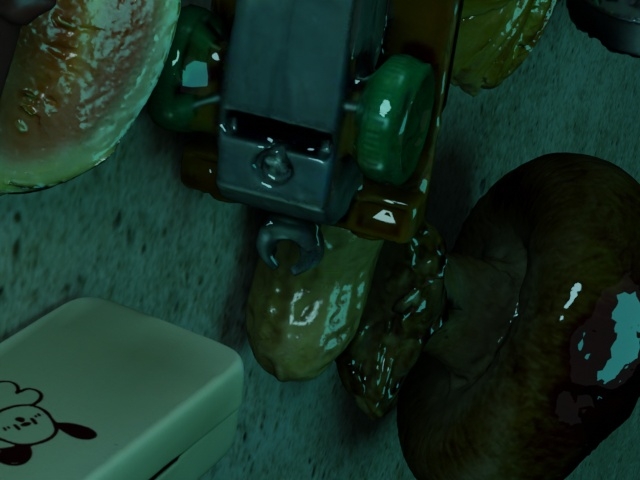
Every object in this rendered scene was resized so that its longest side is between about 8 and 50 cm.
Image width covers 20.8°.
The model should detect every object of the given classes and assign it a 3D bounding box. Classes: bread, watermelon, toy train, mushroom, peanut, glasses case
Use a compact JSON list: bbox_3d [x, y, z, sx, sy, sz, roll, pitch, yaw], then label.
[{"bbox_3d":[0.128,-0.243,1.386,0.198,0.120,0.236,-55,153,-30],"label":"bread"},{"bbox_3d":[-0.137,-0.137,0.958,0.119,0.063,0.245,-6,114,-51],"label":"watermelon"},{"bbox_3d":[0.020,-0.185,1.128,0.249,0.178,0.429,-49,151,-61],"label":"toy train"},{"bbox_3d":[0.143,0.082,1.592,0.334,0.356,0.331,-114,-151,-66],"label":"mushroom"},{"bbox_3d":[0.000,0.000,1.314,0.108,0.095,0.226,-29,137,-76],"label":"peanut"},{"bbox_3d":[-0.172,0.131,0.976,0.313,0.131,0.070,-35,139,-54],"label":"glasses case"}]

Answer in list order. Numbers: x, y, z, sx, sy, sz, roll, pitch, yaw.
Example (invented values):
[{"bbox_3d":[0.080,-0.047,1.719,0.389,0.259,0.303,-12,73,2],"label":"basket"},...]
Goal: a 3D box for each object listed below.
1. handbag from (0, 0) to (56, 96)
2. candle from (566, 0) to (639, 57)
[{"bbox_3d":[-0.185,-0.209,0.758,0.260,0.084,0.275,-71,158,-7],"label":"handbag"},{"bbox_3d":[0.329,-0.338,1.686,0.187,0.187,0.330,-53,151,-36],"label":"candle"}]
